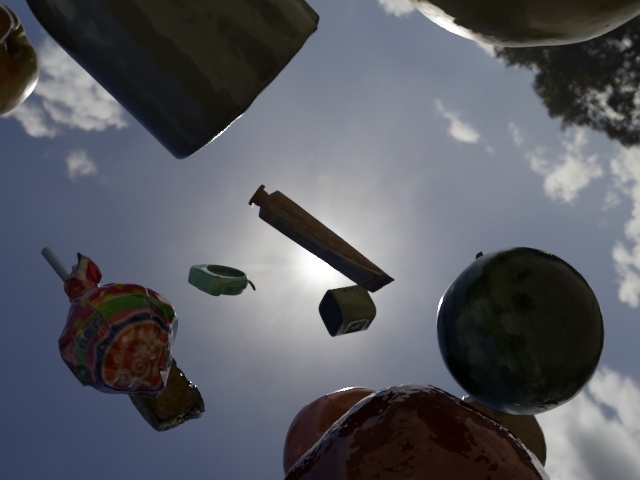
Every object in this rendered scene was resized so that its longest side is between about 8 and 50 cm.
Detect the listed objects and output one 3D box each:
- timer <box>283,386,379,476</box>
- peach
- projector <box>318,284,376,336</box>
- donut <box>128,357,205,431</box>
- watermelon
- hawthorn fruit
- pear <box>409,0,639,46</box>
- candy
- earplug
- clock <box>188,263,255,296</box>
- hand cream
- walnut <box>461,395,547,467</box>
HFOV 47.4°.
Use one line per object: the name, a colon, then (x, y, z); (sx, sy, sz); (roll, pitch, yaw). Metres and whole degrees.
timer: (0.055, 0.360, 1.181); (0.229, 0.229, 0.215); (10, -130, -45)
peach: (-0.514, -0.266, 1.066); (0.184, 0.184, 0.184); (31, -149, -21)
projector: (0.055, 0.144, 1.504); (0.082, 0.083, 0.083); (-7, -128, -31)
donut: (-0.359, 0.275, 1.504); (0.107, 0.272, 0.272); (-33, -105, -27)
watermelon: (0.286, 0.129, 1.058); (0.242, 0.242, 0.242); (31, -149, -21)
hawthorn fruit: (0.064, 0.191, 0.424); (0.185, 0.185, 0.202); (33, -171, -17)
pear: (0.170, -0.297, 0.576); (0.285, 0.285, 0.336); (40, -158, -6)
candy: (-0.275, 0.068, 0.854); (0.124, 0.124, 0.365); (19, -175, -36)
earplug: (-0.240, -0.361, 1.076); (0.394, 0.312, 0.313); (44, -153, -16)
clock: (-0.193, 0.081, 1.484); (0.135, 0.041, 0.101); (3, -166, -46)
hand cream: (0.000, 0.000, 0.946); (0.209, 0.067, 0.043); (36, -120, -8)
walnut: (0.325, 0.366, 1.347); (0.207, 0.167, 0.167); (48, -154, -21)
